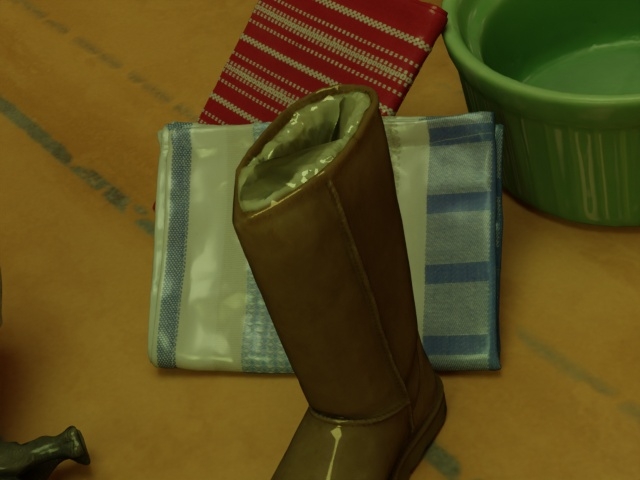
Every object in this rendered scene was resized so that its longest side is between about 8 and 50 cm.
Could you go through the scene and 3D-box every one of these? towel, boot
[{"bbox_3d":[0.000,0.000,0.977,0.285,0.034,0.209,-1,77,15],"label":"towel"},{"bbox_3d":[-0.009,0.075,0.791,0.089,0.269,0.236,8,45,27],"label":"boot"},{"bbox_3d":[-0.021,-0.106,1.076,0.199,0.031,0.274,32,95,40],"label":"towel"}]

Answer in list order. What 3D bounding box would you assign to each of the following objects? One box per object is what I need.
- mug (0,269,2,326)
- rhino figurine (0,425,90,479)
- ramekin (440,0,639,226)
[{"bbox_3d":[-0.428,0.076,0.898,0.374,0.276,0.328,13,37,11],"label":"mug"},{"bbox_3d":[-0.190,0.222,0.832,0.106,0.073,0.243,-18,42,-10],"label":"rhino figurine"},{"bbox_3d":[0.261,-0.149,1.058,0.303,0.148,0.303,-8,41,7],"label":"ramekin"}]
